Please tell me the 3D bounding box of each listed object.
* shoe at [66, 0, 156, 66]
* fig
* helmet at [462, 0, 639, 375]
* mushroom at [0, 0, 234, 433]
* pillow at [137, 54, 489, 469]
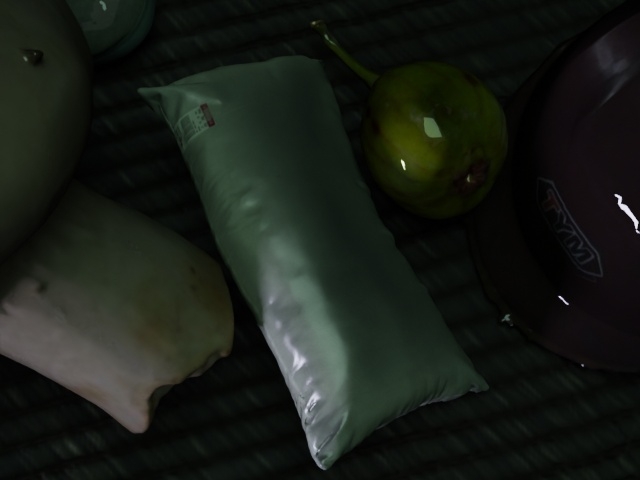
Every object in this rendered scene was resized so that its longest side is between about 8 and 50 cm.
[{"bbox_3d":[-0.231,-0.174,0.767,0.251,0.100,0.103,5,71,1],"label":"shoe"},{"bbox_3d":[0.059,-0.092,0.749,0.093,0.093,0.166,-12,58,-7],"label":"fig"},{"bbox_3d":[0.240,-0.057,0.716,0.305,0.177,0.225,-31,78,-14],"label":"helmet"},{"bbox_3d":[-0.197,0.006,0.650,0.290,0.292,0.292,43,72,-20],"label":"mushroom"},{"bbox_3d":[0.001,0.001,0.726,0.144,0.078,0.254,-9,66,-46],"label":"pillow"}]
